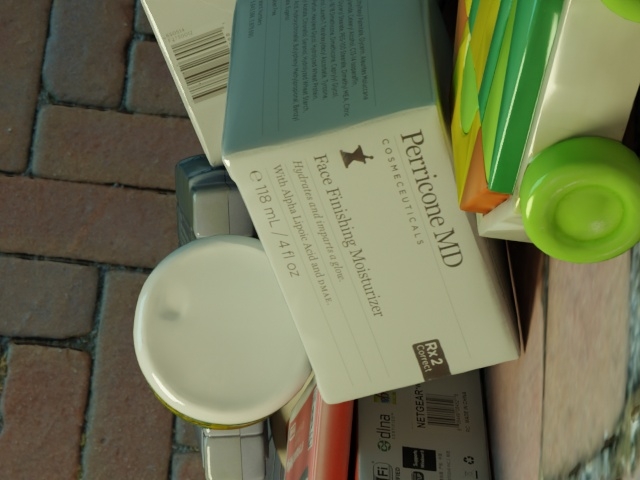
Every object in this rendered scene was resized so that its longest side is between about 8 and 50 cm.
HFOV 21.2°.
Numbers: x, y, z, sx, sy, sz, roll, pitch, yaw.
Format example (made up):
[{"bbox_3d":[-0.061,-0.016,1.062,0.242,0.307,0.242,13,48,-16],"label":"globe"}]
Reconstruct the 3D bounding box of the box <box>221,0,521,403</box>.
[{"bbox_3d":[0.031,-0.039,0.976,0.182,0.119,0.181,-90,-18,-55],"label":"box"}]

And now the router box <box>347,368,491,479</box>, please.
[{"bbox_3d":[0.039,0.254,1.066,0.335,0.082,0.301,-90,8,-52],"label":"router box"}]

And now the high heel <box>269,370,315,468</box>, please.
[{"bbox_3d":[0.056,0.047,1.286,0.181,0.127,0.377,-46,-30,-47],"label":"high heel"}]

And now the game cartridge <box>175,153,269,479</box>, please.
[{"bbox_3d":[-0.084,0.049,1.417,0.355,0.068,0.230,-138,50,-80],"label":"game cartridge"}]

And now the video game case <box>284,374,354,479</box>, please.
[{"bbox_3d":[-0.012,0.233,1.058,0.204,0.025,0.285,114,162,-75],"label":"video game case"}]

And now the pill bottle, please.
[{"bbox_3d":[-0.063,0.066,1.128,0.208,0.117,0.117,121,155,-82],"label":"pill bottle"}]

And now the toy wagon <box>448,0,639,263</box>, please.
[{"bbox_3d":[0.120,-0.169,0.753,0.267,0.068,0.344,-90,8,-52],"label":"toy wagon"}]

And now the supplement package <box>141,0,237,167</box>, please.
[{"bbox_3d":[-0.042,-0.215,1.384,0.293,0.175,0.177,-99,-12,-64],"label":"supplement package"}]
